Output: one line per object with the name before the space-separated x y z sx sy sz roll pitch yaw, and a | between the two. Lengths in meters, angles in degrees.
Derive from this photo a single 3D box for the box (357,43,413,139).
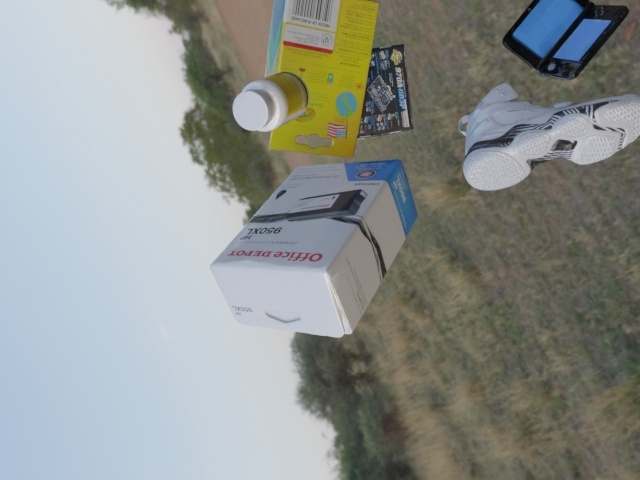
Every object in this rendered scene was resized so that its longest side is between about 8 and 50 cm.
box | 0.137 -0.375 1.521 0.051 0.175 0.220 -76 -22 -83

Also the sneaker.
sneaker | 0.462 -0.250 1.241 0.137 0.365 0.210 54 -156 -43

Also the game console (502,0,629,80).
game console | 0.338 -0.296 0.829 0.071 0.122 0.107 36 -174 -29

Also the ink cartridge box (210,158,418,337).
ink cartridge box | 0.000 0.000 1.275 0.395 0.285 0.166 -55 -46 -43

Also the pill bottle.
pill bottle | -0.063 -0.175 0.758 0.065 0.065 0.116 69 -153 -14

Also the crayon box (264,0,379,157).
crayon box | -0.009 -0.340 1.224 0.081 0.202 0.319 -146 63 -62
